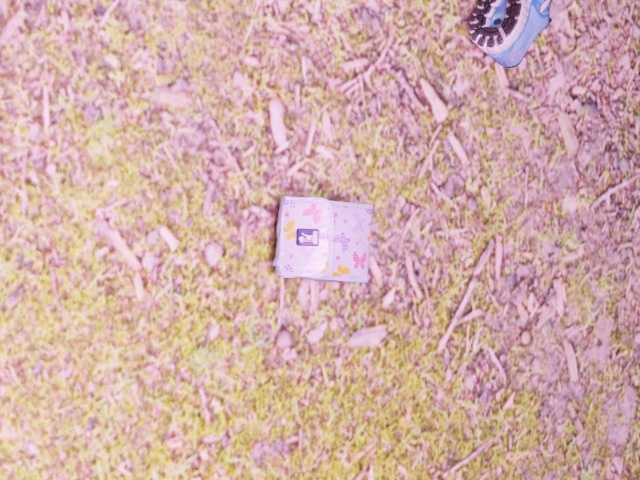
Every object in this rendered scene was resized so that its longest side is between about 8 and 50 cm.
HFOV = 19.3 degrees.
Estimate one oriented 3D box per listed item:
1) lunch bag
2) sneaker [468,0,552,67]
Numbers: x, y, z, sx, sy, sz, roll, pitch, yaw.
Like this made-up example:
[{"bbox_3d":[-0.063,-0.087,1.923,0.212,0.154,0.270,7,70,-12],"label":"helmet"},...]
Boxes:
[{"bbox_3d":[0.000,0.000,1.596,0.083,0.053,0.071,8,85,-34],"label":"lunch bag"},{"bbox_3d":[0.191,-0.234,1.772,0.162,0.063,0.073,-63,146,-16],"label":"sneaker"}]
